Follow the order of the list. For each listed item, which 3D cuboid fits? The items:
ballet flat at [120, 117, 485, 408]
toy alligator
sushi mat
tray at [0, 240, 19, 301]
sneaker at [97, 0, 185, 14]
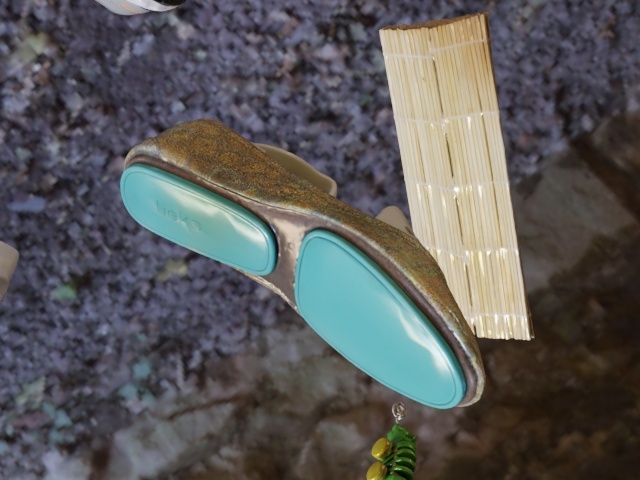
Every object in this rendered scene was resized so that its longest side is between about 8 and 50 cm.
[{"bbox_3d":[0.000,0.000,0.904,0.123,0.349,0.123,-46,153,-31],"label":"ballet flat"},{"bbox_3d":[0.104,0.270,1.482,0.051,0.056,0.189,-35,-156,36],"label":"toy alligator"},{"bbox_3d":[0.131,-0.057,1.118,0.019,0.151,0.316,-20,107,-35],"label":"sushi mat"},{"bbox_3d":[-0.345,0.111,0.958,0.270,0.030,0.145,-61,160,-8],"label":"tray"},{"bbox_3d":[-0.241,-0.293,1.030,0.271,0.108,0.100,41,58,-30],"label":"sneaker"}]
